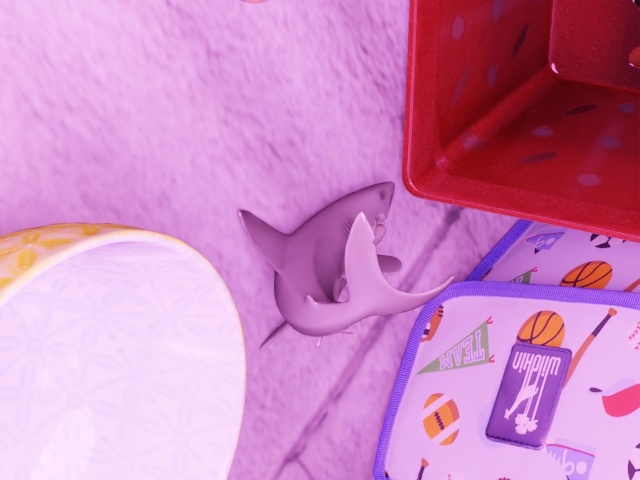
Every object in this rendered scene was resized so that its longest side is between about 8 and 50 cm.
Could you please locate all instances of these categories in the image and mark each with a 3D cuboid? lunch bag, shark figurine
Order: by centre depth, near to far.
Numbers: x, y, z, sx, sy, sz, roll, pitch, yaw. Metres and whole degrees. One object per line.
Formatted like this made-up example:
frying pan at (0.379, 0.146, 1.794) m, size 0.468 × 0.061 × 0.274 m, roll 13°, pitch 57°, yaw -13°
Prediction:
shark figurine at (-0.012, 0.016, 1.269) m, size 0.166 × 0.278 × 0.116 m, roll -40°, pitch 102°, yaw 6°
lunch bag at (0.269, 0.118, 1.508) m, size 0.385 × 0.328 × 0.239 m, roll -44°, pitch 121°, yaw -32°

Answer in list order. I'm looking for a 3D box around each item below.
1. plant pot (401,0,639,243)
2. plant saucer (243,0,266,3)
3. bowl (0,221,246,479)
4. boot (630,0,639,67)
plant pot at (0.240, -0.175, 1.427) m, size 0.236 × 0.267 × 0.267 m, roll -40°, pitch 137°, yaw -56°
plant saucer at (-0.040, -0.210, 1.217) m, size 0.083 × 0.013 × 0.083 m, roll -29°, pitch 129°, yaw -44°
bowl at (-0.196, 0.112, 1.038) m, size 0.289 × 0.156 × 0.289 m, roll -28°, pitch 127°, yaw -44°
boot at (0.318, -0.207, 1.669) m, size 0.158 × 0.059 × 0.085 m, roll -20°, pitch 126°, yaw -32°
